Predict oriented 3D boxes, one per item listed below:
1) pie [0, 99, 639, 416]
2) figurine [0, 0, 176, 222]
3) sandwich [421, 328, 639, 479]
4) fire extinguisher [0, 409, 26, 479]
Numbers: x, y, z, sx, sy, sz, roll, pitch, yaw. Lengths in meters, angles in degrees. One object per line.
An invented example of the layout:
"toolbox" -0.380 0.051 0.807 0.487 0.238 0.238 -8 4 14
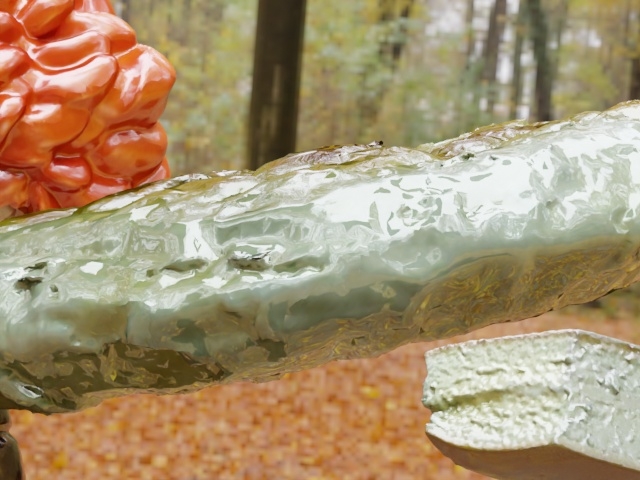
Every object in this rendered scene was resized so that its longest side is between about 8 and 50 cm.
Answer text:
"pie" 0.000 0.000 0.570 0.306 0.071 0.306 -9 5 1
"figurine" -0.283 -0.020 0.822 0.306 0.412 0.241 52 -13 -30
"sandwich" 0.199 0.133 1.046 0.258 0.094 0.096 17 -35 -11
"fire extinguisher" -0.147 0.229 0.603 0.105 0.341 0.141 -10 -7 -25
